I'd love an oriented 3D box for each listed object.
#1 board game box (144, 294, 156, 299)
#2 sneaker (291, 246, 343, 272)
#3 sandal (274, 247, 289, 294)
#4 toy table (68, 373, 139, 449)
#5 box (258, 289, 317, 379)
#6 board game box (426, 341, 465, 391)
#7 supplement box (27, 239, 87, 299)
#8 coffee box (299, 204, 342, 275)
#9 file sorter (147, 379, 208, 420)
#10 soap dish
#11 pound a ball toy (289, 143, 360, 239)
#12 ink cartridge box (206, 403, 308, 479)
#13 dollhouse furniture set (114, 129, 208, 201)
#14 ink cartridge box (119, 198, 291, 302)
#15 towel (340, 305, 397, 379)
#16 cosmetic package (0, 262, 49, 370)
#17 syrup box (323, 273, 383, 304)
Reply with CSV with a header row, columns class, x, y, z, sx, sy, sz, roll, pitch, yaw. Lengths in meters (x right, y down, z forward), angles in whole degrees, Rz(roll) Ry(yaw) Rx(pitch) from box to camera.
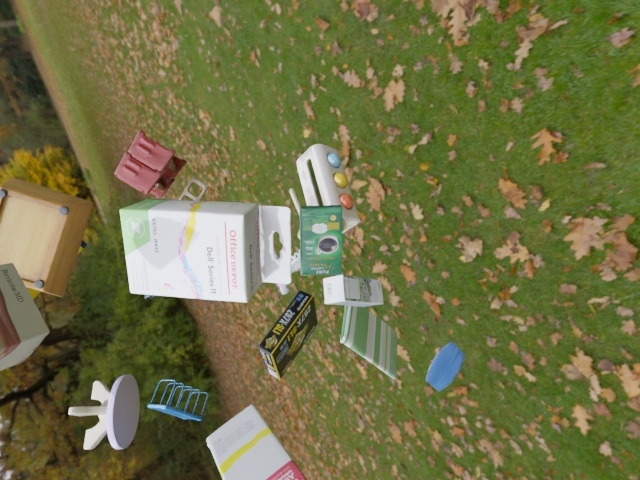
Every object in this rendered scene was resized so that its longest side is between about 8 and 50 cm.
class,x,y,z,sx,sy,sz,roll,pitch,yaw
board game box,-0.441,0.083,1.182,0.026,0.186,0.126,37,-147,-63
sneaker,-0.036,0.075,1.727,0.118,0.292,0.110,55,-179,8
sandal,-0.252,0.082,1.886,0.169,0.102,0.415,-144,33,-70
toy table,-0.842,0.684,1.602,0.252,0.161,0.274,72,-172,-48
box,-0.132,0.414,1.774,0.080,0.322,0.257,22,144,24
board game box,0.350,0.358,1.165,0.033,0.133,0.169,30,169,49
supplement box,-1.095,0.074,1.476,0.194,0.356,0.195,-3,133,28
coffee box,0.000,0.000,1.061,0.040,0.113,0.184,-121,29,-77
file sorter,-0.533,0.604,1.526,0.118,0.104,0.170,-14,139,35
soap dish,-0.801,-0.006,1.122,0.118,0.229,0.290,-163,91,-83
pound a ball toy,0.010,-0.155,1.275,0.136,0.208,0.318,-34,60,37
ink cartridge box,-0.114,0.629,0.998,0.385,0.161,0.279,10,128,62
dollhouse furniture set,-0.414,-0.161,1.267,0.374,0.152,0.201,32,177,-11
ink cartridge box,-0.250,0.020,0.915,0.119,0.354,0.206,-61,-27,-71
towel,0.214,0.411,1.726,0.325,0.247,0.038,40,128,-24
cosmetic package,-0.597,0.151,0.582,0.129,0.296,0.153,-37,83,26
syrup box,0.123,0.186,1.462,0.096,0.237,0.093,-17,70,39
